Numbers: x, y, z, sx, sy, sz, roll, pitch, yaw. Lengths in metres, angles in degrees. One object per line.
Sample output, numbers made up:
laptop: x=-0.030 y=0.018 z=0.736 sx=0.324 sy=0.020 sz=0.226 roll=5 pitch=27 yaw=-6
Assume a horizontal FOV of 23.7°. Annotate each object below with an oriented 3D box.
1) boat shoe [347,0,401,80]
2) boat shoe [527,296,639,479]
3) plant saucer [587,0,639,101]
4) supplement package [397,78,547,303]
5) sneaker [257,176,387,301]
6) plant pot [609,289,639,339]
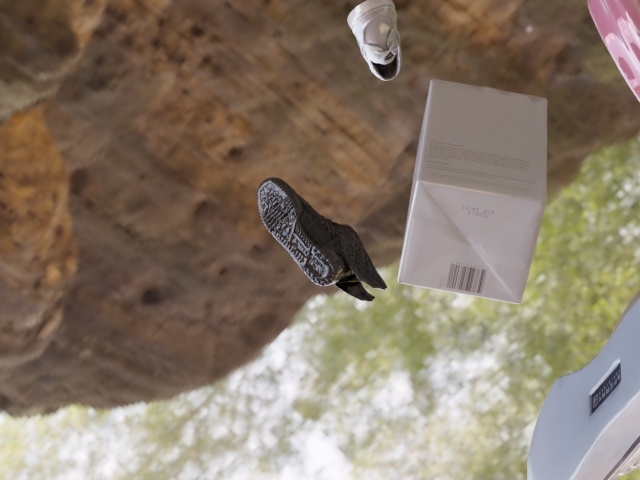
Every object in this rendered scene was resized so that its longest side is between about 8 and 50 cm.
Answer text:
boat shoe: x=0.077 y=-0.260 z=2.001 sx=0.066 sy=0.184 sz=0.063 roll=-25 pitch=-106 yaw=-6
boat shoe: x=0.323 y=0.163 z=1.449 sx=0.156 sy=0.367 sz=0.136 roll=12 pitch=-127 yaw=-10
plant saucer: x=0.524 y=-0.301 z=2.437 sx=0.332 sy=0.084 sz=0.332 roll=49 pitch=-158 yaw=-28
supplement package: x=0.218 y=-0.075 z=2.150 sx=0.178 sy=0.175 sz=0.293 roll=10 pitch=-145 yaw=3
sneaker: x=0.002 y=-0.002 z=1.716 sx=0.170 sy=0.051 sz=0.089 roll=55 pitch=-148 yaw=14
plant pot: x=0.478 y=0.172 z=1.590 sx=0.256 sy=0.256 sz=0.274 roll=17 pitch=-167 yaw=-31
